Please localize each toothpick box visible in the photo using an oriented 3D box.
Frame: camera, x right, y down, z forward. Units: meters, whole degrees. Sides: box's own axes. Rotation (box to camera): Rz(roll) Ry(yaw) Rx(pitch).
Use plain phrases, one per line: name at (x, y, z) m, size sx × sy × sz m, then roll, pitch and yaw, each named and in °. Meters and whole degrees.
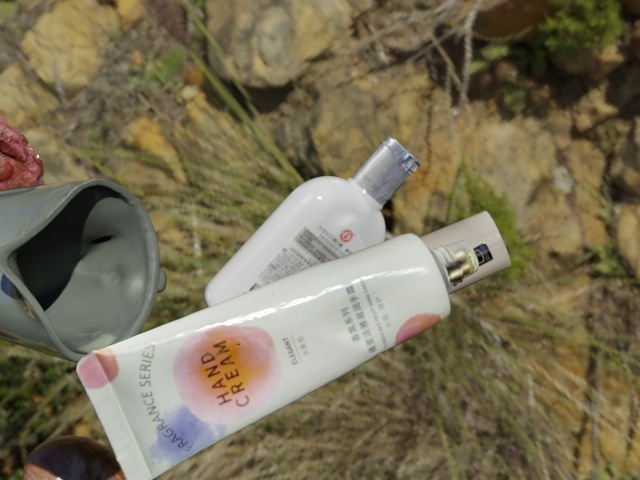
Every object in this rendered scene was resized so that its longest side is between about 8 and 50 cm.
toothpick box at (0.216, 0.033, 1.951) m, size 0.181 × 0.111 × 0.111 m, roll -23°, pitch 27°, yaw 0°

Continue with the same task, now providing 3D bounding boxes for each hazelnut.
hazelnut at (-0.338, 0.340, 1.597) m, size 0.143 × 0.154 × 0.143 m, roll -39°, pitch 19°, yaw 16°

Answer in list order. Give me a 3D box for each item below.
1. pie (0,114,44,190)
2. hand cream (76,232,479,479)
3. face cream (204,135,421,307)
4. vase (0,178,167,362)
pie at (-0.402, -0.063, 1.244) m, size 0.219 × 0.204 × 0.054 m, roll -33°, pitch 36°, yaw 22°
hand cream at (-0.021, 0.080, 0.951) m, size 0.341 × 0.124 × 0.078 m, roll -25°, pitch 21°, yaw -14°
face cream at (0.000, 0.000, 1.357) m, size 0.291 × 0.144 × 0.071 m, roll -48°, pitch 32°, yaw 5°
vase at (-0.285, 0.022, 1.063) m, size 0.301 × 0.251 × 0.156 m, roll 3°, pitch 85°, yaw 36°
